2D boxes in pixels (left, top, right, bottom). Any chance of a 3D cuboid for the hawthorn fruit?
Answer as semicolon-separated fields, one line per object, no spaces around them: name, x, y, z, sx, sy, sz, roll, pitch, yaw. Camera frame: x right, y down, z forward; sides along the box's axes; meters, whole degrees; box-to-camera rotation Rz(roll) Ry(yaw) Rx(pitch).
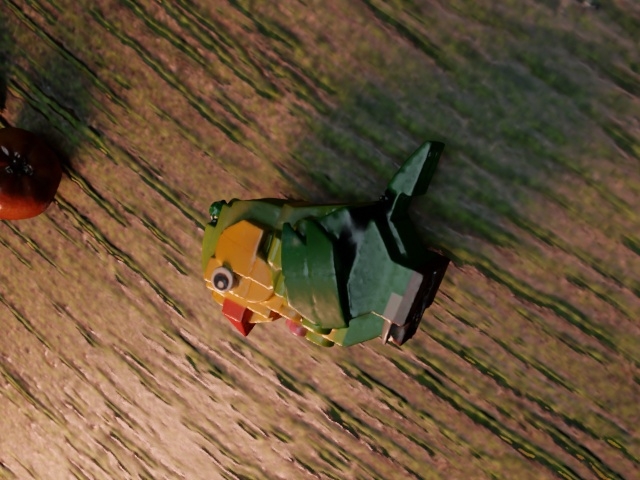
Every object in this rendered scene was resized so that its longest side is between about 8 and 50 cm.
hawthorn fruit;-0.278;-0.056;0.610;0.093;0.081;0.081;-13;100;54

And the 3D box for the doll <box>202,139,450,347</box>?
doll;0.001;0.009;0.491;0.186;0.106;0.134;-6;96;24
